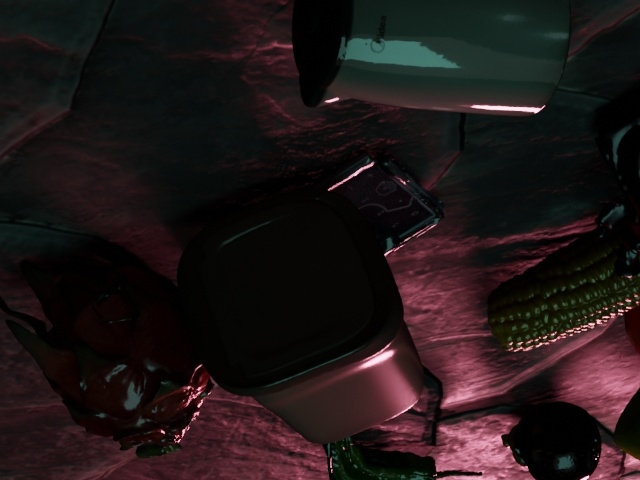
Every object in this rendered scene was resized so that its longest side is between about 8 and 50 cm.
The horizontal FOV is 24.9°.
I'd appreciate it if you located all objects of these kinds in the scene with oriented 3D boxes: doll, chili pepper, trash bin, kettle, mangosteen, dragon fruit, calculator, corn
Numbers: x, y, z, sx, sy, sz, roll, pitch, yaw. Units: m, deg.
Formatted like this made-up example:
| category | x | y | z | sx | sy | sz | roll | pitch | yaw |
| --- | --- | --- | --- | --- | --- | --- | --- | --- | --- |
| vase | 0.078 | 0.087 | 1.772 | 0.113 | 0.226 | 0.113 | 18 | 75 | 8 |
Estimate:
| category | x | y | z | sx | sy | sz | roll | pitch | yaw |
| --- | --- | --- | --- | --- | --- | --- | --- | --- | --- |
| doll | 0.381 | -0.074 | 1.670 | 0.127 | 0.088 | 0.249 | -17 | 118 | -14 |
| chili pepper | 0.094 | 0.322 | 2.100 | 0.279 | 0.065 | 0.122 | 20 | 132 | -34 |
| trash bin | -0.006 | 0.100 | 1.627 | 0.219 | 0.220 | 0.250 | -23 | 147 | 6 |
| kettle | 0.098 | -0.229 | 1.358 | 0.236 | 0.161 | 0.221 | 1 | 111 | -20 |
| mangosteen | 0.339 | 0.301 | 2.141 | 0.151 | 0.137 | 0.137 | 3 | 154 | 32 |
| dragon fruit | -0.226 | 0.116 | 1.603 | 0.193 | 0.274 | 0.192 | -36 | 178 | 22 |
| calculator | 0.000 | 0.000 | 1.689 | 0.274 | 0.028 | 0.165 | -33 | 140 | 19 |
| corn | 0.371 | 0.034 | 1.814 | 0.363 | 0.120 | 0.120 | -30 | 141 | 19 |

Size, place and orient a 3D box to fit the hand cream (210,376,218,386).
| category | x | y | z | sx | sy | sz | roll | pitch | yaw |
| --- | --- | --- | --- | --- | --- | --- | --- | --- | --- |
| hand cream | -0.148 | 0.154 | 1.815 | 0.084 | 0.053 | 0.142 | -38 | 154 | 25 |

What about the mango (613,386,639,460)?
| category | x | y | z | sx | sy | sz | roll | pitch | yaw |
| --- | --- | --- | --- | --- | --- | --- | --- | --- | --- |
| mango | 0.568 | 0.219 | 2.063 | 0.225 | 0.201 | 0.382 | -13 | 160 | -45 |

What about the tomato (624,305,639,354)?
| category | x | y | z | sx | sy | sz | roll | pitch | yaw |
| --- | --- | --- | --- | --- | --- | --- | --- | --- | --- |
| tomato | 0.494 | 0.091 | 1.880 | 0.195 | 0.195 | 0.136 | -34 | 100 | 20 |
